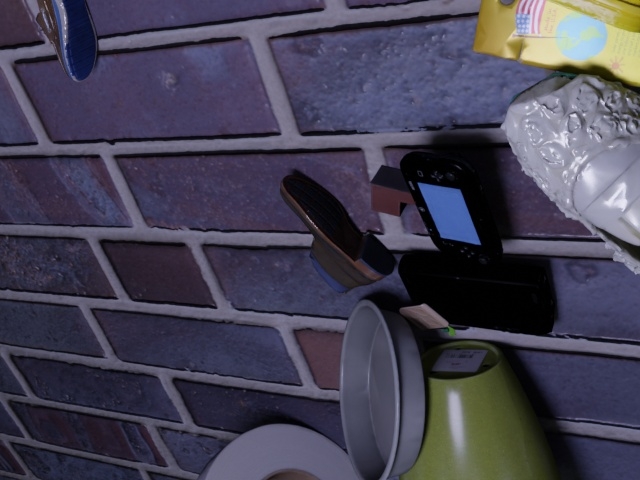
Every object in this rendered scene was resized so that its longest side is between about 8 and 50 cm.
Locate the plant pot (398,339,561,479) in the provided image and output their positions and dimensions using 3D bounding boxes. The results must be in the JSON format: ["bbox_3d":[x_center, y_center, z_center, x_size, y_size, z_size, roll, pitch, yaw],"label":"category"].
[{"bbox_3d":[0.236,0.317,1.315,0.275,0.275,0.293,-2,109,32],"label":"plant pot"}]

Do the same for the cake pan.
[{"bbox_3d":[0.094,0.239,1.319,0.054,0.293,0.293,1,137,-15],"label":"cake pan"}]

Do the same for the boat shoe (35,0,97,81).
[{"bbox_3d":[-0.383,-0.328,1.245,0.066,0.066,0.183,15,123,26],"label":"boat shoe"}]

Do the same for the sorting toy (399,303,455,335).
[{"bbox_3d":[0.169,0.123,1.288,0.083,0.012,0.062,38,150,-19],"label":"sorting toy"}]

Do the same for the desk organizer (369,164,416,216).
[{"bbox_3d":[0.137,-0.059,1.176,0.130,0.047,0.050,15,135,19],"label":"desk organizer"}]

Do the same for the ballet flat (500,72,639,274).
[{"bbox_3d":[0.362,-0.029,0.894,0.409,0.147,0.147,33,141,-31],"label":"ballet flat"}]

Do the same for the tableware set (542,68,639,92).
[{"bbox_3d":[0.350,-0.160,0.972,0.128,0.039,0.194,-18,121,29],"label":"tableware set"}]

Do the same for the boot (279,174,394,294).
[{"bbox_3d":[0.000,0.000,1.282,0.219,0.082,0.106,43,133,-11],"label":"boot"}]

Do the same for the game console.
[{"bbox_3d":[0.189,0.010,1.151,0.213,0.044,0.361,4,142,31],"label":"game console"}]

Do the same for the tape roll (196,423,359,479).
[{"bbox_3d":[-0.060,0.536,1.553,0.392,0.392,0.072,40,135,-5],"label":"tape roll"}]

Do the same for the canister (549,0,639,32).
[{"bbox_3d":[0.270,-0.292,0.757,0.126,0.073,0.170,26,118,13],"label":"canister"}]

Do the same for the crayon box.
[{"bbox_3d":[0.329,-0.261,0.834,0.319,0.081,0.202,16,118,18],"label":"crayon box"}]
